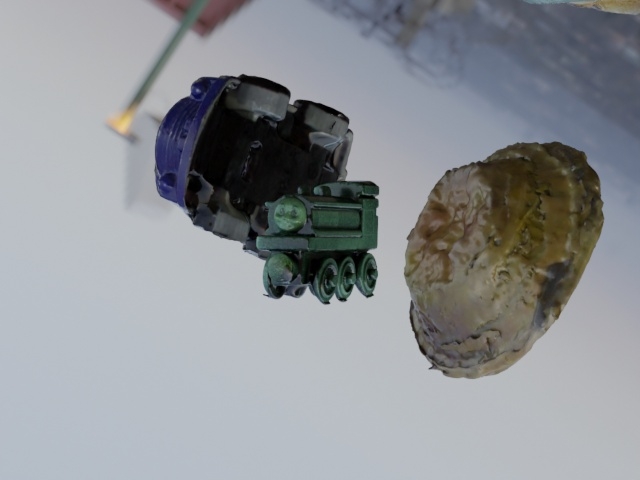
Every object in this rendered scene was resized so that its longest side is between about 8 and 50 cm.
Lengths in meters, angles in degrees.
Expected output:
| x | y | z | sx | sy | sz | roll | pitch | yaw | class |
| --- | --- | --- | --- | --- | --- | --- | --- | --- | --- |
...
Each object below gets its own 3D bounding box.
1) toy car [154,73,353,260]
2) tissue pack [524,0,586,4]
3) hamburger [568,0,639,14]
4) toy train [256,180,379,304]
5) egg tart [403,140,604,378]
| x | y | z | sx | sy | sz | roll | pitch | yaw | class |
| --- | --- | --- | --- | --- | --- | --- | --- | --- | --- |
| -0.087 | -0.077 | 1.755 | 0.158 | 0.172 | 0.235 | 14 | 173 | 37 | toy car |
| 0.310 | -0.445 | 1.633 | 0.205 | 0.405 | 0.332 | 30 | 168 | -35 | tissue pack |
| 0.357 | -0.424 | 2.069 | 0.304 | 0.284 | 0.174 | 37 | -130 | -23 | hamburger |
| 0.000 | 0.000 | 1.525 | 0.071 | 0.111 | 0.170 | 0 | 180 | 24 | toy train |
| 0.217 | 0.009 | 2.251 | 0.150 | 0.352 | 0.352 | 30 | -171 | -29 | egg tart |
